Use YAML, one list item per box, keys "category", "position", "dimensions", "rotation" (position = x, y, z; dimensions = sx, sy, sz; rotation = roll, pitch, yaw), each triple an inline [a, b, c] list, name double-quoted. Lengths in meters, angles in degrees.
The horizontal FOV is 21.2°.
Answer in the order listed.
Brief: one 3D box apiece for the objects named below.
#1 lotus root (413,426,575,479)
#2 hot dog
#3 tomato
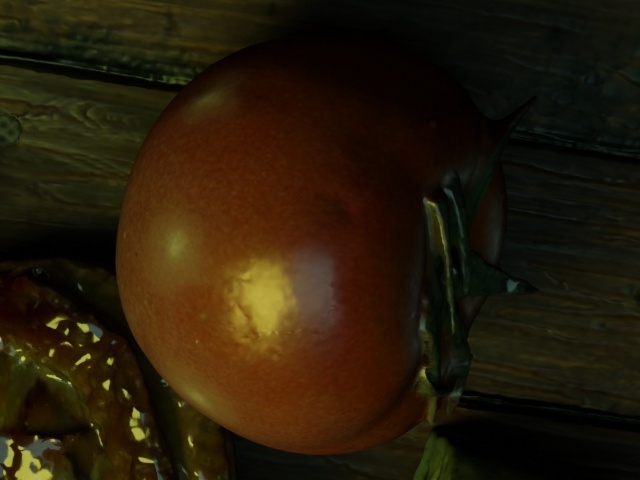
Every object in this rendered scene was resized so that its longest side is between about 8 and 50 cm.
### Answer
- category: "lotus root"
  position: [0.162, 0.303, 1.182]
  dimensions: [0.260, 0.149, 0.267]
  rotation: [21, 88, -8]
- category: "hot dog"
  position: [-0.172, 0.198, 1.166]
  dimensions: [0.267, 0.174, 0.387]
  rotation: [0, 117, 10]
- category: "tomato"
  position: [0.000, 0.000, 1.025]
  dimensions: [0.224, 0.256, 0.256]
  rotation: [17, 120, 26]
